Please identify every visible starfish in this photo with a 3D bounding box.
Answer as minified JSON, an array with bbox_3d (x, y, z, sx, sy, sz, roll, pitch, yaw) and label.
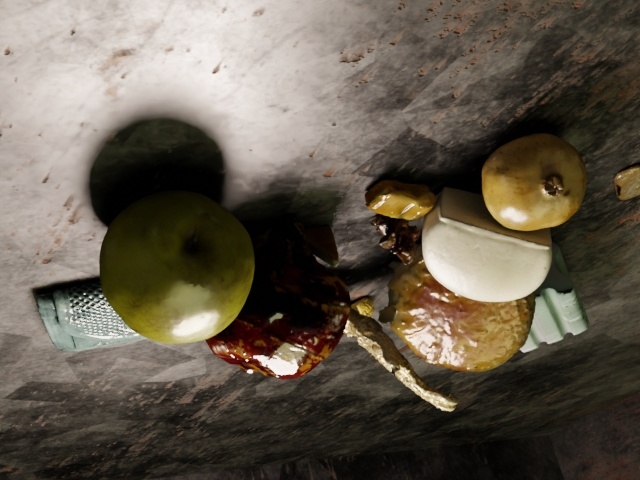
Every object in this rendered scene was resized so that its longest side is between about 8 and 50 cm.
[{"bbox_3d":[0.101,0.205,1.900,0.082,0.432,0.324,-51,161,-7],"label":"starfish"}]

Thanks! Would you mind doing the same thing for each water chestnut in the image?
[{"bbox_3d":[-0.087,0.112,1.683,0.289,0.289,0.244,-13,135,-4],"label":"water chestnut"}]

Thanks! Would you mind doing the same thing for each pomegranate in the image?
[{"bbox_3d":[0.376,-0.100,1.586,0.196,0.196,0.196,-12,155,-6],"label":"pomegranate"}]

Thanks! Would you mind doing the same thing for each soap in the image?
[{"bbox_3d":[0.478,0.137,2.166,0.261,0.156,0.446,-21,155,14],"label":"soap"}]

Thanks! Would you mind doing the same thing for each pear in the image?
[{"bbox_3d":[-0.240,0.048,1.484,0.252,0.253,0.307,0,160,-28],"label":"pear"}]

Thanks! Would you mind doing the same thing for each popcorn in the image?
[{"bbox_3d":[0.092,0.183,2.140,0.084,0.084,0.084,-12,155,-6],"label":"popcorn"}]

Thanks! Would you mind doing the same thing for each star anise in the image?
[{"bbox_3d":[0.145,-0.004,1.703,0.097,0.191,0.070,38,115,-10],"label":"star anise"}]

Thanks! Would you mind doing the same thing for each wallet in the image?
[{"bbox_3d":[-0.378,0.144,1.812,0.342,0.075,0.237,-9,152,-12],"label":"wallet"}]

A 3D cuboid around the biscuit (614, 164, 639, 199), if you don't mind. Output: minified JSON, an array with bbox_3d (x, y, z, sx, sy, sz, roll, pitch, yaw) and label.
[{"bbox_3d":[0.649,-0.120,1.884,0.071,0.018,0.147,-24,153,13],"label":"biscuit"}]

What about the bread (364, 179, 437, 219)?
[{"bbox_3d":[0.147,-0.074,1.659,0.132,0.053,0.074,9,146,-38],"label":"bread"}]

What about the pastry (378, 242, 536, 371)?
[{"bbox_3d":[0.297,0.125,1.895,0.329,0.330,0.136,-25,-167,21],"label":"pastry"}]

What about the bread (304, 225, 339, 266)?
[{"bbox_3d":[0.000,0.000,1.742,0.109,0.062,0.043,29,153,10],"label":"bread"}]

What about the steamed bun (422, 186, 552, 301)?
[{"bbox_3d":[0.306,0.015,1.712,0.241,0.146,0.164,15,125,1],"label":"steamed bun"}]
